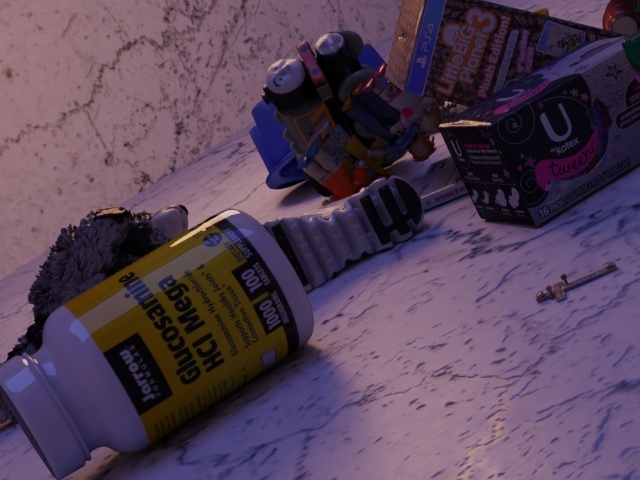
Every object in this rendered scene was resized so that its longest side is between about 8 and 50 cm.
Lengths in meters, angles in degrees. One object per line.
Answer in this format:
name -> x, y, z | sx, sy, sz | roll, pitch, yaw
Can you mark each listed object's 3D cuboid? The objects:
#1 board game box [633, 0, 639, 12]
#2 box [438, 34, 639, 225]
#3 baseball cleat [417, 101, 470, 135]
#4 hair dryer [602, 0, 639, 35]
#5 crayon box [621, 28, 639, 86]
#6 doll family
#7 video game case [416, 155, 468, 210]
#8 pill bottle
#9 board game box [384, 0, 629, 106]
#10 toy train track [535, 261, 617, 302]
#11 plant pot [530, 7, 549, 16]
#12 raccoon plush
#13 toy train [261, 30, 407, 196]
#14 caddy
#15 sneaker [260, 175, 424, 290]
board game box -> 0.653, -0.427, 2.002 | 0.260, 0.030, 0.136 | -5, 28, 22
box -> 0.300, -0.140, 1.496 | 0.247, 0.142, 0.163 | -31, 12, -13
baseball cleat -> 0.235, -0.246, 2.229 | 0.206, 0.072, 0.109 | -29, 19, 11
hair dryer -> 0.606, -0.407, 2.136 | 0.224, 0.080, 0.293 | -23, 22, -17
crayon box -> 0.482, -0.212, 1.348 | 0.278, 0.165, 0.081 | -33, 13, -23
doll family -> 0.092, -0.159, 1.914 | 0.263, 0.163, 0.118 | -48, 15, 15
video game case -> 0.230, -0.109, 1.799 | 0.183, 0.023, 0.201 | -22, 12, 23
pill bottle -> -0.189, 0.120, 1.374 | 0.334, 0.188, 0.188 | -32, 13, -19
board game box -> 0.256, -0.256, 1.710 | 0.291, 0.141, 0.232 | 12, 11, -5
toy train track -> 0.248, 0.038, 1.187 | 0.083, 0.014, 0.048 | -24, 13, 13
plant pot -> 0.398, -0.378, 2.358 | 0.134, 0.095, 0.134 | -27, 13, 7
raccoon plush -> -0.382, 0.092, 1.903 | 0.446, 0.216, 0.299 | -30, 5, -9
toy train -> 0.026, -0.208, 2.037 | 0.190, 0.334, 0.142 | -27, 55, 4
caddy -> 0.024, -0.222, 2.348 | 0.341, 0.179, 0.241 | -30, -11, -12
sneaker -> 0.000, 0.000, 1.687 | 0.292, 0.110, 0.118 | -20, 4, -4
